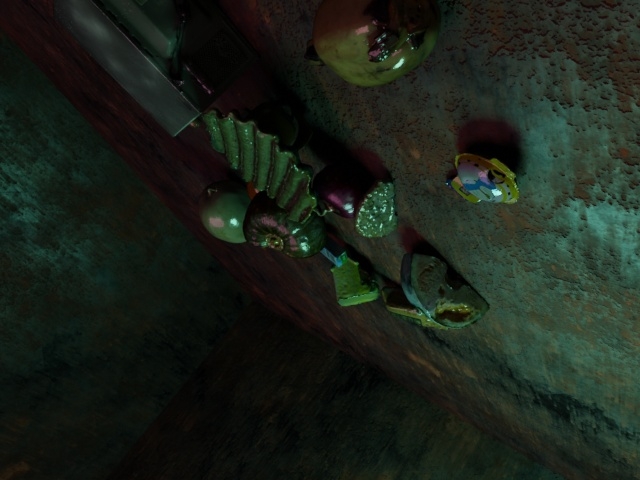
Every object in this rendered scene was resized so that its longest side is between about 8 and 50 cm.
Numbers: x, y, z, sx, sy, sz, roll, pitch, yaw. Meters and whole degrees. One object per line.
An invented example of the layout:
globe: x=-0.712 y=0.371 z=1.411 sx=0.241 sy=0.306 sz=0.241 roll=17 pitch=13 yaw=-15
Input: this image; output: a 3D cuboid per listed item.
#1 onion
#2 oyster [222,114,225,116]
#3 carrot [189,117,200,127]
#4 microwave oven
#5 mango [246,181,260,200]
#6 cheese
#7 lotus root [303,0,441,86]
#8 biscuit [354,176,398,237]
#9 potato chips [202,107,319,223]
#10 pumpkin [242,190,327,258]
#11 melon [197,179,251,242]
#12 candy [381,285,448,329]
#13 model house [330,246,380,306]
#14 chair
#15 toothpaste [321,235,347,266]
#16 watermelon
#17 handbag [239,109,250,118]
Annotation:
onion: x=0.059 y=-0.137 z=1.422 sx=0.177 sy=0.153 sz=0.177 roll=14 pitch=-174 yaw=-1
oyster: x=-0.330 y=-0.406 z=1.725 sx=0.081 sy=0.038 sz=0.083 roll=17 pitch=134 yaw=-10
carrot: x=-0.527 y=-0.494 z=1.839 sx=0.191 sy=0.047 sz=0.047 roll=42 pitch=161 yaw=-8
microwave oven: x=-0.428 y=-0.530 z=1.274 sx=0.432 sy=0.236 sz=0.374 roll=46 pitch=160 yaw=-21
mango: x=-0.237 y=-0.198 z=1.914 sx=0.115 sy=0.089 sz=0.165 roll=18 pitch=150 yaw=41
cheese: x=0.341 y=-0.125 z=1.061 sx=0.157 sy=0.064 sz=0.250 roll=40 pitch=173 yaw=-1
lotus root: x=0.072 y=-0.358 z=0.862 sx=0.183 sy=0.182 sz=0.310 roll=48 pitch=162 yaw=-24
biscuit: x=0.154 y=-0.075 z=1.403 sx=0.038 sy=0.141 sz=0.289 roll=48 pitch=170 yaw=29
potato chips: x=-0.155 y=-0.197 z=1.315 sx=0.359 sy=0.070 sz=0.429 roll=35 pitch=164 yaw=2
pumpkin: x=-0.123 y=-0.096 z=1.799 sx=0.325 sy=0.242 sz=0.232 roll=15 pitch=127 yaw=12
melon: x=-0.388 y=-0.122 z=2.115 sx=0.272 sy=0.272 sz=0.308 roll=7 pitch=136 yaw=57
candy: x=0.360 y=0.258 z=1.855 sx=0.271 sy=0.101 sz=0.143 roll=14 pitch=144 yaw=38
model house: x=0.134 y=0.138 z=1.945 sx=0.194 sy=0.170 sz=0.211 roll=53 pitch=-157 yaw=-70
chair: x=-0.137 y=-0.298 z=1.397 sx=0.172 sy=0.158 sz=0.247 roll=39 pitch=163 yaw=-10
toothpaste: x=0.000 y=0.000 z=1.896 sx=0.267 sy=0.050 sz=0.065 roll=40 pitch=160 yaw=37
watermelon: x=0.345 y=0.174 z=1.561 sx=0.322 sy=0.175 sz=0.188 roll=43 pitch=160 yaw=-10
handbag: x=-0.203 y=-0.302 z=1.639 sx=0.256 sy=0.079 sz=0.219 roll=42 pitch=165 yaw=-6
